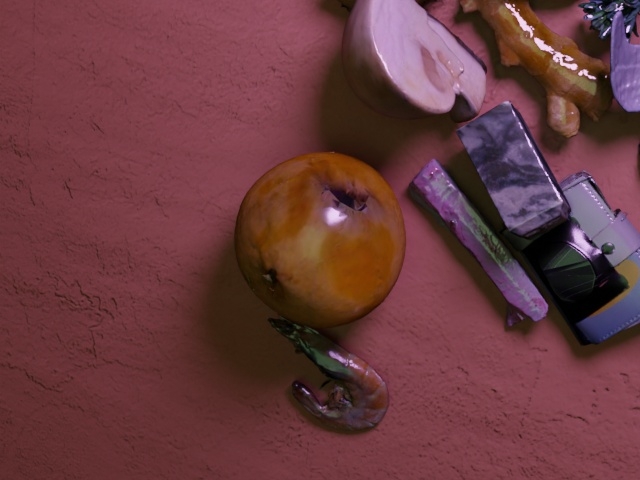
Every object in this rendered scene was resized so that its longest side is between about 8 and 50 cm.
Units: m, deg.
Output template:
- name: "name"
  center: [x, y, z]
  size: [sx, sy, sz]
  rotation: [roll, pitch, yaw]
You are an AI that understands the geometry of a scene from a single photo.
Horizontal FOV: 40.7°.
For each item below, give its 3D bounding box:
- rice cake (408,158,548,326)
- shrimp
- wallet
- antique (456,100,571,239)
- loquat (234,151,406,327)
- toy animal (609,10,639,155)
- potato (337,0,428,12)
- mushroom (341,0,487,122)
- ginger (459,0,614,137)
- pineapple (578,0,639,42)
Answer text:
- name: "rice cake"
  center: [0.236, 0.008, 1.312]
  size: [0.081, 0.051, 0.290]
  rotation: [-37, 89, 29]
- name: "shrimp"
  center: [-0.001, 0.223, 1.430]
  size: [0.251, 0.052, 0.143]
  rotation: [42, 113, 4]
- name: "wallet"
  center: [0.387, 0.028, 1.261]
  size: [0.170, 0.069, 0.231]
  rotation: [-35, 88, 25]
- name: "antique"
  center: [0.279, -0.093, 1.229]
  size: [0.088, 0.086, 0.183]
  rotation: [-29, 73, 20]
- name: "loquat"
  center: [0.000, 0.000, 1.292]
  size: [0.263, 0.263, 0.263]
  rotation: [4, 102, 17]
- name: "toy animal"
  center: [0.472, -0.221, 1.138]
  size: [0.239, 0.176, 0.255]
  rotation: [-1, 96, -21]
- name: "potato"
  center: [0.121, -0.404, 1.220]
  size: [0.138, 0.098, 0.243]
  rotation: [46, 111, 20]
- name: "mushroom"
  center: [0.102, -0.225, 1.220]
  size: [0.236, 0.173, 0.162]
  rotation: [40, 144, -19]
- name: "ginger"
  center: [0.303, -0.287, 1.222]
  size: [0.118, 0.065, 0.299]
  rotation: [-37, 86, 13]
- name: "pineapple"
  center: [0.430, -0.366, 1.136]
  size: [0.221, 0.083, 0.103]
  rotation: [-61, 42, 22]
